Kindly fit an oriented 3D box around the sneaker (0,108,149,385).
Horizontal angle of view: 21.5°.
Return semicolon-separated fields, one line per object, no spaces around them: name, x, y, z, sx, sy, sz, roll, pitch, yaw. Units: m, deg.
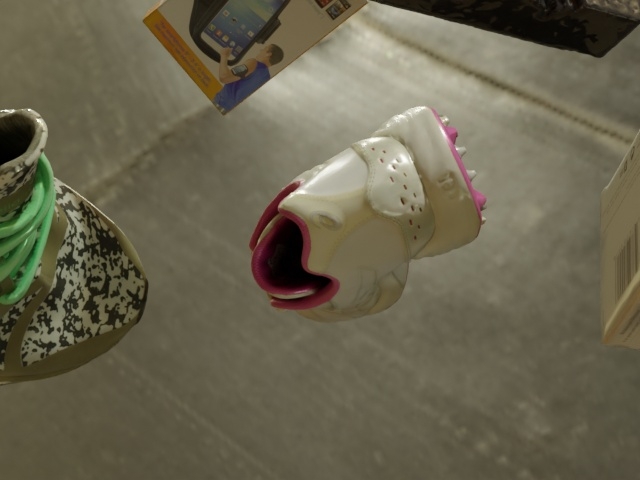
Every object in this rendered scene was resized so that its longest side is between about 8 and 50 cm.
sneaker;-0.205;-0.017;0.930;0.182;0.410;0.158;-3;70;33

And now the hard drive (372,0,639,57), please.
hard drive;0.103;-0.307;1.223;0.064;0.237;0.339;-42;45;52

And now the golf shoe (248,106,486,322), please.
golf shoe;0.000;0.000;1.157;0.140;0.306;0.115;-24;80;-21

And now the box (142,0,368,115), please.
box;-0.034;-0.150;1.053;0.136;0.081;0.028;-37;15;17

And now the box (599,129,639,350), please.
box;0.350;-0.007;1.617;0.119;0.181;0.182;8;60;-5
